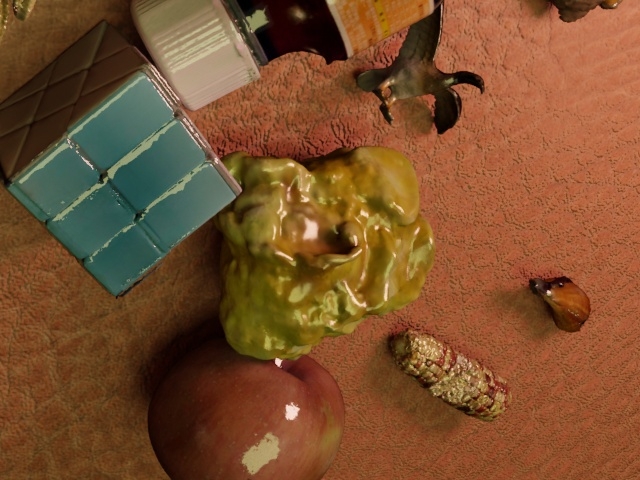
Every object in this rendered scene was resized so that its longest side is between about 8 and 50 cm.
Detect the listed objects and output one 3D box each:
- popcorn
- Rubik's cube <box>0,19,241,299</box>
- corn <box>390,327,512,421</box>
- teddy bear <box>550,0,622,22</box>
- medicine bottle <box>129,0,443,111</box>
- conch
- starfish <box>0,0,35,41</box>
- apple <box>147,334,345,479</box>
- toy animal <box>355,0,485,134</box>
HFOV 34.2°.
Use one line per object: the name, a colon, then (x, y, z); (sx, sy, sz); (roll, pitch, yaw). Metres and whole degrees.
popcorn: (-0.007, 0.006, 1.553); (0.334, 0.292, 0.293); (-11, 159, -40)
Rubik's cube: (-0.273, -0.108, 1.354); (0.231, 0.221, 0.224); (-40, 126, -3)
corn: (0.236, 0.242, 1.876); (0.290, 0.098, 0.098); (34, 98, -35)
teddy bear: (0.434, -0.423, 1.602); (0.190, 0.140, 0.177); (-31, 129, 1)
medicine bottle: (-0.039, -0.320, 1.350); (0.395, 0.242, 0.242); (-33, 126, 0)
conch: (0.446, 0.107, 1.914); (0.080, 0.086, 0.233); (-43, 128, -1)
starfish: (-0.400, -0.326, 1.147); (0.094, 0.327, 0.375); (-39, 136, -35)
apple: (-0.109, 0.276, 1.605); (0.306, 0.306, 0.235); (24, 106, -34)
toy animal: (0.156, -0.228, 1.537); (0.160, 0.197, 0.272); (-27, 129, -8)
